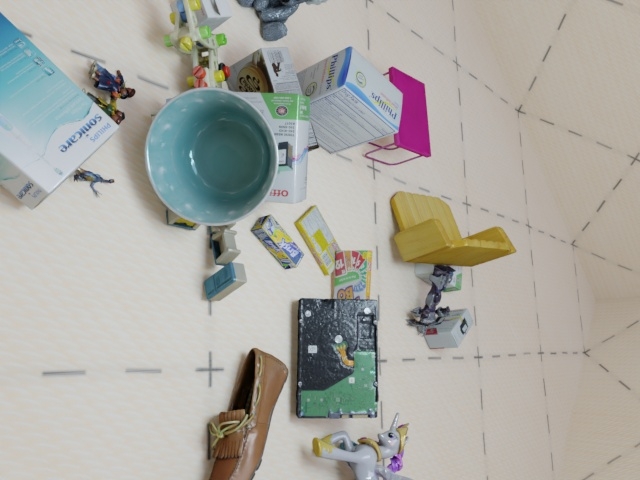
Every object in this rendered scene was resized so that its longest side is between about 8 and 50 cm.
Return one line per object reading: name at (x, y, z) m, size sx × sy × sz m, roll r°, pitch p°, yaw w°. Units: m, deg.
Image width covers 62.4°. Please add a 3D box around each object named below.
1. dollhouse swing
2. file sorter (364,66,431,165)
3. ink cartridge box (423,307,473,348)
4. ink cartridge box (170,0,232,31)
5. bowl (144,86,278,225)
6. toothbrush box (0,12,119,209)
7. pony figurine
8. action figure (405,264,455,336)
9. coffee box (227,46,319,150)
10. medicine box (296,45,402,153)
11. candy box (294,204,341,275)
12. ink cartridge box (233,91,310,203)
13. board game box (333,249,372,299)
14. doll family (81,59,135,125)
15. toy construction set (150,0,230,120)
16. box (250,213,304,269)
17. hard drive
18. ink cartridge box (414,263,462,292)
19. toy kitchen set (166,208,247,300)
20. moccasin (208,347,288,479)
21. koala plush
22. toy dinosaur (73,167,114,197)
dollhouse swing at (0.473, -0.075, 1.942) m, size 0.346 × 0.315 × 0.305 m, roll 6°, pitch 71°, yaw -30°
file sorter at (0.266, -0.444, 1.953) m, size 0.202 × 0.182 × 0.291 m, roll 9°, pitch 74°, yaw -45°
ink cartridge box at (0.503, 0.345, 2.074) m, size 0.175 × 0.127 × 0.072 m, roll -39°, pitch 107°, yaw -45°
ink cartridge box at (-0.310, -0.613, 1.400) m, size 0.090 × 0.143 × 0.092 m, roll -29°, pitch 103°, yaw -46°
bowl at (-0.238, -0.198, 1.263) m, size 0.163 × 0.311 × 0.312 m, roll -52°, pitch 124°, yaw -78°
toothbrush box at (-0.586, -0.244, 1.017) m, size 0.295 × 0.126 × 0.216 m, roll 45°, pitch 52°, yaw -22°
pony figurine at (0.144, 0.705, 1.538) m, size 0.363 × 0.303 × 0.351 m, roll 1°, pitch 71°, yaw -32°
action figure at (0.419, 0.233, 1.979) m, size 0.185 × 0.099 × 0.285 m, roll 0°, pitch 111°, yaw -49°
coffee box at (-0.140, -0.376, 1.513) m, size 0.119 × 0.168 × 0.297 m, roll -26°, pitch 102°, yaw -48°
medicine box at (0.062, -0.422, 1.648) m, size 0.263 × 0.289 × 0.149 m, roll 28°, pitch 62°, yaw -40°
candy box at (0.000, 0.000, 1.683) m, size 0.105 × 0.027 × 0.206 m, roll -49°, pitch 117°, yaw -44°
ink cartridge box at (-0.141, -0.241, 1.388) m, size 0.117 × 0.201 × 0.278 m, roll -39°, pitch 133°, yaw -73°
board game box at (0.098, 0.160, 1.660) m, size 0.039 × 0.124 × 0.259 m, roll 7°, pitch 83°, yaw -51°
doll family at (-0.482, -0.330, 1.206) m, size 0.111 × 0.076 × 0.193 m, roll 28°, pitch 59°, yaw -35°
toy construction set at (-0.316, -0.417, 1.339) m, size 0.215 × 0.151 × 0.328 m, roll 28°, pitch 71°, yaw -75°
box at (-0.122, 0.006, 1.531) m, size 0.169 × 0.054 × 0.059 m, roll 52°, pitch 49°, yaw -27°
hard drive at (0.049, 0.340, 1.538) m, size 0.237 × 0.064 × 0.339 m, roll 1°, pitch 78°, yaw -6°
ink cartridge box at (0.480, 0.101, 2.129) m, size 0.212 × 0.093 × 0.154 m, roll 29°, pitch 62°, yaw -37°
toy kitchen set at (-0.300, 0.028, 1.317) m, size 0.166 × 0.122 × 0.207 m, roll 13°, pitch 52°, yaw -44°
moccasin at (-0.197, 0.447, 1.294) m, size 0.147 × 0.139 × 0.380 m, roll 39°, pitch 57°, yaw -27°
koala plush at (-0.101, -0.758, 1.598) m, size 0.196 × 0.221 × 0.203 m, roll 50°, pitch 49°, yaw -27°
toy dinosaur at (-0.500, -0.144, 1.171) m, size 0.090 × 0.047 × 0.082 m, roll 65°, pitch 25°, yaw 1°
